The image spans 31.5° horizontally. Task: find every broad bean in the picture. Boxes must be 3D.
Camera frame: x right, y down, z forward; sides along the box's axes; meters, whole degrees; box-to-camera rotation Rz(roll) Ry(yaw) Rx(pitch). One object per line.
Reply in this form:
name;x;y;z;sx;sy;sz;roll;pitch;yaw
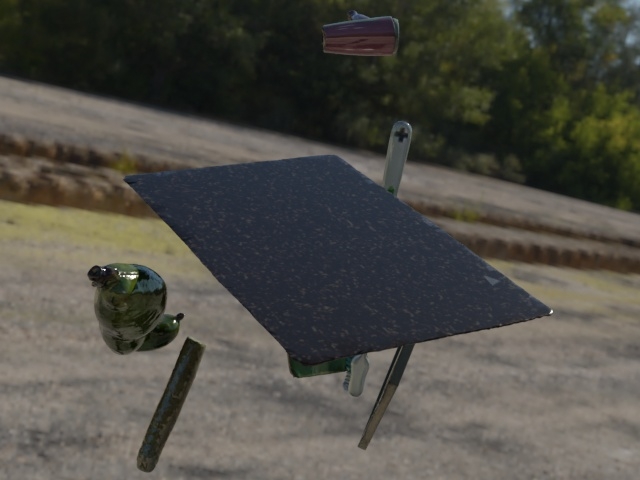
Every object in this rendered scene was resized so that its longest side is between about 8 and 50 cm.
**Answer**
broad bean;-0.152;0.057;0.919;0.070;0.048;0.213;-26;-13;-5

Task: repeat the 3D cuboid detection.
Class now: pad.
pad;0.000;0.000;0.905;0.220;0.004;0.330;-8;29;-28

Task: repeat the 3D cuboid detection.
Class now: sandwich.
sandwich;-0.007;0.089;1.299;0.074;0.117;0.074;-9;8;4

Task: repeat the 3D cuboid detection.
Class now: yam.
yam;-0.123;0.135;0.931;0.021;0.116;0.021;22;-7;3

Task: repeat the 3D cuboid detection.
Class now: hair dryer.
hair dryer;0.053;-0.301;1.624;0.106;0.054;0.154;-2;22;-1

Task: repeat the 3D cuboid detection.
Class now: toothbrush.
toothbrush;0.064;0.021;1.235;0.030;0.304;0.030;11;4;-1

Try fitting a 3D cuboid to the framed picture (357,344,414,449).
framed picture;0.101;0.145;1.417;0.016;0.184;0.250;22;-29;5
